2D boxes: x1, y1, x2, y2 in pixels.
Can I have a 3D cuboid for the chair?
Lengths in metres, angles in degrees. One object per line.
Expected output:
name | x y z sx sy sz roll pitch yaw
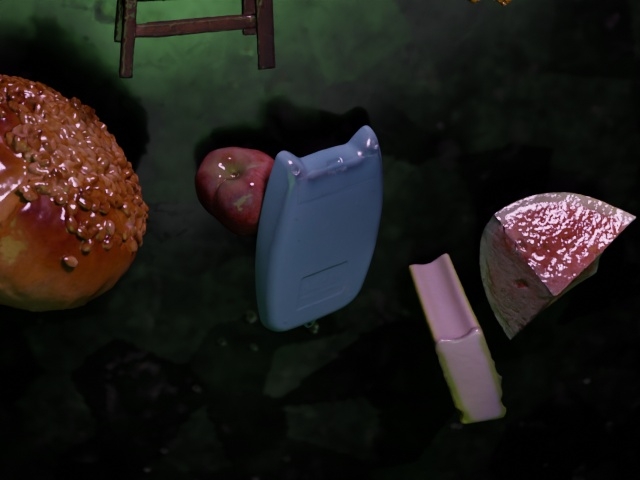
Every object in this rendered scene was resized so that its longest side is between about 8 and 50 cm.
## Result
chair | -0.193 -0.471 1.789 0.241 0.203 0.416 -3 119 -8

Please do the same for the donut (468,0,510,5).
donut | 0.274 -0.423 1.965 0.108 0.043 0.097 -4 120 -10

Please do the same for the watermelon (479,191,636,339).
watermelon | 0.413 0.027 2.169 0.260 0.176 0.256 -37 128 -12

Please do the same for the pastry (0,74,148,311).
pastry | -0.445 -0.082 1.883 0.245 0.409 0.409 -37 117 25

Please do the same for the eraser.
eraser | 0.241 0.175 2.161 0.092 0.274 0.210 -19 120 2

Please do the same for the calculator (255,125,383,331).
calculator | 0.000 0.000 2.097 0.256 0.054 0.386 -20 134 -33

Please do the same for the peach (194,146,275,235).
peach | -0.136 -0.074 2.057 0.152 0.152 0.152 -3 119 -5
